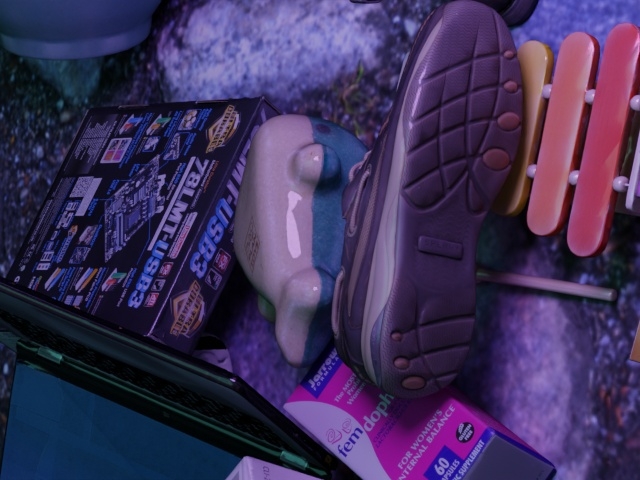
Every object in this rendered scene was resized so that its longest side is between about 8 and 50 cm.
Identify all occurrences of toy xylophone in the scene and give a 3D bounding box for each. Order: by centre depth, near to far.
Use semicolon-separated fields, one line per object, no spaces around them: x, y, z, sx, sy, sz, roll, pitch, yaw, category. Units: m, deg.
0.194;-0.068;1.798;0.323;0.081;0.236;1;82;46;toy xylophone

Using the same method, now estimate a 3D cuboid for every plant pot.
-0.282;-0.317;2.219;0.293;0.293;0.196;24;125;45;plant pot

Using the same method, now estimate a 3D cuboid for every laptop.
-0.208;0.228;1.886;0.382;0.408;0.236;20;76;26;laptop

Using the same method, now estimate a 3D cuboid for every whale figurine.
0.000;0.000;1.905;0.272;0.141;0.216;-102;22;-50;whale figurine

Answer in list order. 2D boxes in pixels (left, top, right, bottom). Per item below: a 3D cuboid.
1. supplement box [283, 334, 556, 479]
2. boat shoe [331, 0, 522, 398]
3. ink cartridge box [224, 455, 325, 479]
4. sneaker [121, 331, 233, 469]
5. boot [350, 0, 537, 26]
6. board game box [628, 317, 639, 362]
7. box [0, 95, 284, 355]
0.087;0.180;1.818;0.220;0.114;0.111;37;93;44;supplement box
0.075;-0.042;1.759;0.130;0.132;0.355;7;81;51;boat shoe
-0.025;0.341;1.804;0.296;0.261;0.066;-52;28;34;ink cartridge box
-0.233;0.215;2.131;0.236;0.130;0.322;26;105;41;sneaker
0.120;-0.325;1.821;0.091;0.229;0.263;1;82;45;boot
0.359;0.005;1.643;0.165;0.042;0.243;18;94;45;board game box
-0.195;-0.012;2.114;0.293;0.073;0.295;0;59;44;box
